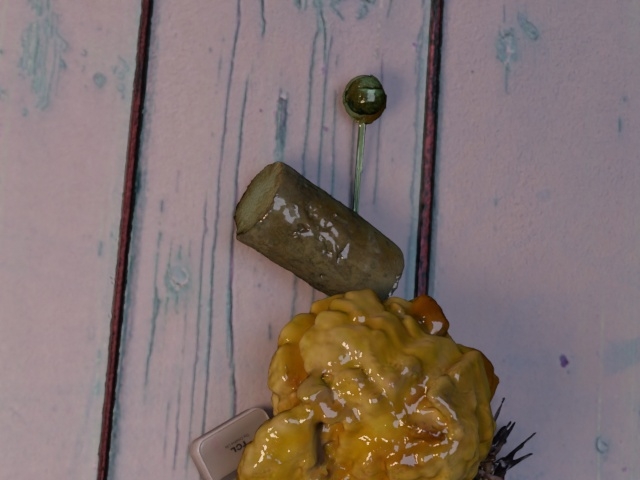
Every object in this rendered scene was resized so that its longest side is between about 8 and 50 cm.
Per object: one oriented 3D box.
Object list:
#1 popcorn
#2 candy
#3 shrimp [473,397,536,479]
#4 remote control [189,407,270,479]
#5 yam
[{"bbox_3d":[0.049,0.188,1.746,0.332,0.225,0.265,-23,87,-20],"label":"popcorn"},{"bbox_3d":[0.049,-0.103,1.912,0.061,0.061,0.202,6,88,-27],"label":"candy"},{"bbox_3d":[0.165,0.320,1.855,0.116,0.145,0.343,30,53,16],"label":"shrimp"},{"bbox_3d":[-0.057,0.321,1.792,0.103,0.034,0.250,-27,95,-28],"label":"remote control"},{"bbox_3d":[0.000,0.000,1.833,0.194,0.107,0.107,33,68,-20],"label":"yam"}]
